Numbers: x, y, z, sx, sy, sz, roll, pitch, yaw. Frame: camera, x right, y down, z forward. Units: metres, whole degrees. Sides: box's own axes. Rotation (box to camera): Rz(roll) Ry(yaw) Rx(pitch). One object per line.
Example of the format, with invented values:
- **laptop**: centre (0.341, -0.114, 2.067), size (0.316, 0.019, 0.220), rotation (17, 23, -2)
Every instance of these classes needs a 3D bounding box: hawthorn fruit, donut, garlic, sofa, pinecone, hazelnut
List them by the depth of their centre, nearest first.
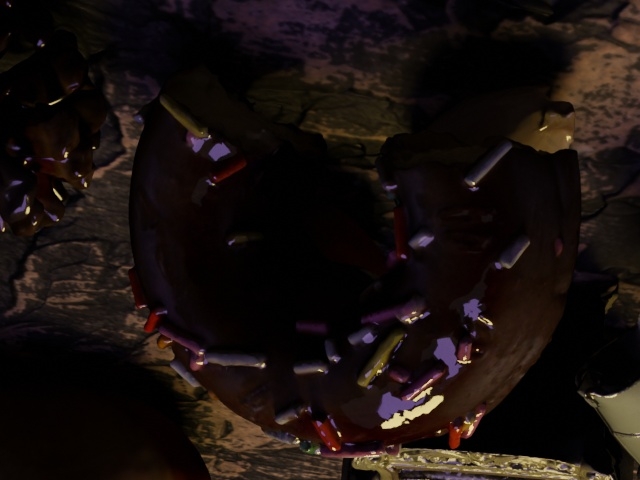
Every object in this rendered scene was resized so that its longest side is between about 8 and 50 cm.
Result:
- **pinecone**: centre (-0.271, -0.093, 0.997), size (0.246, 0.246, 0.292), rotation (-20, 161, 38)
- **donut**: centre (0.000, 0.023, 1.033), size (0.345, 0.259, 0.136), rotation (17, -168, 28)
- **garlic**: centre (0.120, -0.053, 1.099), size (0.101, 0.087, 0.195), rotation (1, 145, -11)
- **hawthorn fruit**: centre (-0.030, 0.034, 1.210), size (0.194, 0.157, 0.157), rotation (51, 142, 5)
- **sofa**: centre (0.152, 0.155, 1.299), size (0.258, 0.200, 0.182), rotation (3, 144, 8)
- **hazelnut**: centre (-0.294, 0.302, 1.551), size (0.366, 0.366, 0.366), rotation (7, 147, 4)

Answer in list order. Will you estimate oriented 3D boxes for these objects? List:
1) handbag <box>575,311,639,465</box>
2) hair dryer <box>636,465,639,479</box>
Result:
- **handbag**: centre (0.311, 0.070, 1.153), size (0.109, 0.241, 0.315), rotation (42, 174, 46)
- **hair dryer**: centre (0.517, 0.308, 1.553), size (0.304, 0.120, 0.359), rotation (1, 156, 28)
